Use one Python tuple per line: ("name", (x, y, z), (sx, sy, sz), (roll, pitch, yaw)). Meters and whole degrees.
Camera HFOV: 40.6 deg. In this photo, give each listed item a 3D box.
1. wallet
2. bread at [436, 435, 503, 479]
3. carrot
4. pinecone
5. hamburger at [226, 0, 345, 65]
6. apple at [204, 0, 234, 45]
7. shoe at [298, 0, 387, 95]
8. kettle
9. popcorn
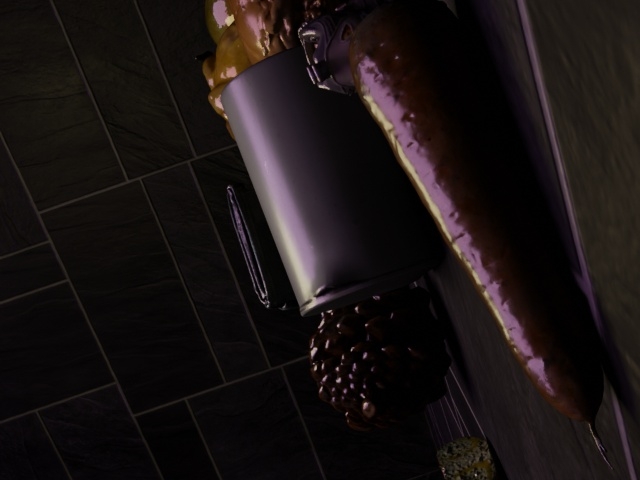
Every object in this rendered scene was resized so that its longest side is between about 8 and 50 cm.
("wallet", (0.000, 0.000, 1.574), (0.075, 0.342, 0.237), (-40, 66, 46))
("bread", (0.227, 0.355, 1.270), (0.157, 0.083, 0.094), (-55, -57, -86))
("carrot", (0.098, -0.009, 0.504), (0.078, 0.078, 0.298), (67, 180, -75))
("pinecone", (0.090, 0.172, 1.360), (0.272, 0.224, 0.224), (-87, -19, -56))
("hamburger", (-0.062, -0.372, 1.201), (0.318, 0.158, 0.318), (160, 90, -89))
("apple", (-0.130, -0.487, 1.807), (0.261, 0.194, 0.261), (17, -90, -84))
("shoe", (0.028, -0.183, 0.837), (0.180, 0.092, 0.089), (-106, -4, -67))
("kettle", (0.017, -0.075, 1.165), (0.265, 0.205, 0.318), (81, 168, -80))
("popcorn", (-0.086, -0.278, 1.490), (0.297, 0.281, 0.316), (-49, -26, -49))
